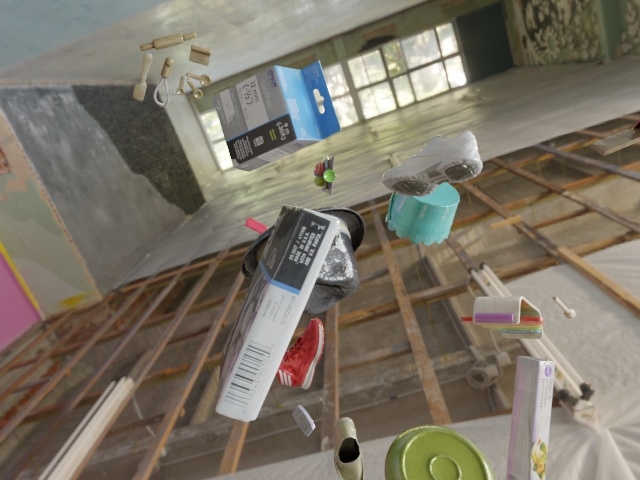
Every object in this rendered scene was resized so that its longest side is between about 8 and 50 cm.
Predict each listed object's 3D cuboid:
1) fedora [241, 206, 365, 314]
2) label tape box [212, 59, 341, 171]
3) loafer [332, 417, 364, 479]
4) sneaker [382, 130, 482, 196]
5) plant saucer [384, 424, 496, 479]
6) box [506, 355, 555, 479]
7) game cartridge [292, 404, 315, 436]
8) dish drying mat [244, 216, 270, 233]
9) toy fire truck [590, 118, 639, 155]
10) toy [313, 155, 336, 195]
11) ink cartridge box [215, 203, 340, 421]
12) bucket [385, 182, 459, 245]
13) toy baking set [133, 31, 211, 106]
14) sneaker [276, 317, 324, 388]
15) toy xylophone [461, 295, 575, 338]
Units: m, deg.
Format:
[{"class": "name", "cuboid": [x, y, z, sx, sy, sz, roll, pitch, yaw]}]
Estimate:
[{"class": "fedora", "cuboid": [-0.010, 0.068, 1.067, 0.335, 0.152, 0.334, -22, 154, -11]}, {"class": "label tape box", "cuboid": [-0.140, -0.395, 1.460, 0.348, 0.248, 0.115, -20, 172, 21]}, {"class": "loafer", "cuboid": [0.093, 0.745, 1.606, 0.102, 0.268, 0.092, -12, -167, -3]}, {"class": "sneaker", "cuboid": [0.244, -0.172, 1.034, 0.232, 0.090, 0.115, -12, -124, 37]}, {"class": "plant saucer", "cuboid": [0.258, 0.493, 0.989, 0.241, 0.037, 0.240, 3, -140, -3]}, {"class": "box", "cuboid": [0.497, 0.442, 1.109, 0.063, 0.323, 0.067, 11, 173, -28]}, {"class": "game cartridge", "cuboid": [-0.051, 0.543, 1.415, 0.017, 0.055, 0.083, -12, -128, -42]}, {"class": "dish drying mat", "cuboid": [-0.175, -0.037, 1.345, 0.008, 0.083, 0.032, -38, -152, 51]}, {"class": "toy fire truck", "cuboid": [0.777, -0.261, 1.050, 0.246, 0.159, 0.217, -57, -161, 24]}, {"class": "toy", "cuboid": [0.007, -0.242, 1.708, 0.056, 0.136, 0.237, 2, -170, -11]}, {"class": "ink cartridge box", "cuboid": [-0.056, 0.060, 0.523, 0.045, 0.206, 0.208, 23, 180, -10]}, {"class": "bucket", "cuboid": [0.415, -0.132, 1.895, 0.282, 0.182, 0.281, 9, -144, -6]}, {"class": "toy baking set", "cuboid": [-0.442, -0.502, 1.387, 0.257, 0.196, 0.030, -14, -146, -11]}, {"class": "sneaker", "cuboid": [-0.072, 0.332, 1.381, 0.128, 0.220, 0.087, 11, -176, -22]}, {"class": "toy xylophone", "cuboid": [0.546, 0.210, 1.278, 0.236, 0.081, 0.323, -10, 157, 42]}]
